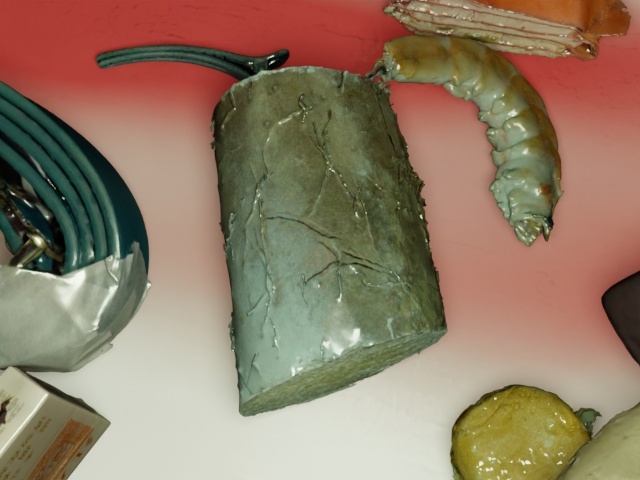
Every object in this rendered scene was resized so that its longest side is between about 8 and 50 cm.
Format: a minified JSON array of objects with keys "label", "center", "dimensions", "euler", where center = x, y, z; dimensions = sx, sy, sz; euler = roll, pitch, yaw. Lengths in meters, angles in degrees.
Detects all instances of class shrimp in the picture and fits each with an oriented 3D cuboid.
[{"label":"shrimp","center":[0.187,-0.146,1.473],"dimensions":[0.287,0.068,0.185],"euler":[46,47,-19]}]

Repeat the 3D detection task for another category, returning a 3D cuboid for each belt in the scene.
[{"label":"belt","center":[-0.399,-0.028,1.439],"dimensions":[0.436,0.173,0.300],"euler":[36,89,10]}]

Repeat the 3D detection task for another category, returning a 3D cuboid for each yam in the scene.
[{"label":"yam","center":[0.000,0.000,1.415],"dimensions":[0.241,0.241,0.348],"euler":[-9,76,-2]}]

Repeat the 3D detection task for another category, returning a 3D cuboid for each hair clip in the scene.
[{"label":"hair clip","center":[-0.154,-0.211,1.549],"dimensions":[0.229,0.039,0.070],"euler":[9,78,6]}]

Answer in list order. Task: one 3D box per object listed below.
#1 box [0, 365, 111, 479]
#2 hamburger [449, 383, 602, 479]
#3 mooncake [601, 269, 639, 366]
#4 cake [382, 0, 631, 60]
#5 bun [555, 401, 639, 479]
[{"label":"box","center":[-0.314,0.236,1.285],"dimensions":[0.051,0.365,0.204],"euler":[36,80,6]},{"label":"hamburger","center":[0.226,0.232,1.413],"dimensions":[0.185,0.131,0.159],"euler":[-28,65,-6]},{"label":"mooncake","center":[0.444,0.050,1.369],"dimensions":[0.283,0.283,0.141],"euler":[-27,85,-5]},{"label":"cake","center":[0.218,-0.290,1.534],"dimensions":[0.287,0.098,0.135],"euler":[2,80,-4]},{"label":"bun","center":[0.359,0.328,1.290],"dimensions":[0.362,0.326,0.234],"euler":[-45,49,-15]}]
